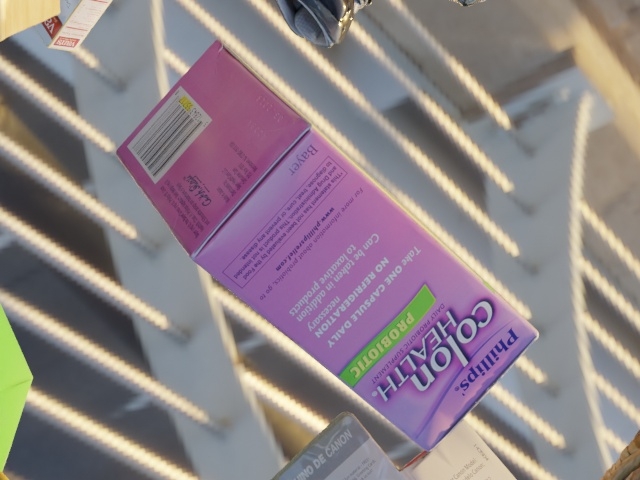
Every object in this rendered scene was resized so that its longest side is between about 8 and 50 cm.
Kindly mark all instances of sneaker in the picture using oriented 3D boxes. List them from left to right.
[{"bbox_3d":[0.049,-0.263,1.777,0.268,0.101,0.153,20,89,-30],"label":"sneaker"}]

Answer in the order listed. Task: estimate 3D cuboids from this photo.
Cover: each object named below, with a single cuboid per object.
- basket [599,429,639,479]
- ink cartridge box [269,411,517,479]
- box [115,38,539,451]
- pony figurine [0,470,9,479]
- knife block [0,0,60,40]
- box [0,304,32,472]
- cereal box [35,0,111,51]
[{"bbox_3d":[0.269,0.303,1.208,0.223,0.213,0.299,20,120,-34],"label":"basket"},{"bbox_3d":[0.052,0.314,1.543,0.309,0.272,0.130,-46,170,33],"label":"ink cartridge box"},{"bbox_3d":[0.000,0.000,1.211,0.243,0.213,0.117,40,94,-29],"label":"box"},{"bbox_3d":[-0.303,0.343,1.311,0.303,0.351,0.363,34,130,7],"label":"pony figurine"},{"bbox_3d":[-0.215,-0.299,1.078,0.242,0.276,0.088,-39,-178,29],"label":"knife block"},{"bbox_3d":[-0.412,0.089,1.524,0.231,0.127,0.262,1,139,14],"label":"box"},{"bbox_3d":[-0.254,-0.347,1.847,0.047,0.173,0.240,2,139,-49],"label":"cereal box"}]
